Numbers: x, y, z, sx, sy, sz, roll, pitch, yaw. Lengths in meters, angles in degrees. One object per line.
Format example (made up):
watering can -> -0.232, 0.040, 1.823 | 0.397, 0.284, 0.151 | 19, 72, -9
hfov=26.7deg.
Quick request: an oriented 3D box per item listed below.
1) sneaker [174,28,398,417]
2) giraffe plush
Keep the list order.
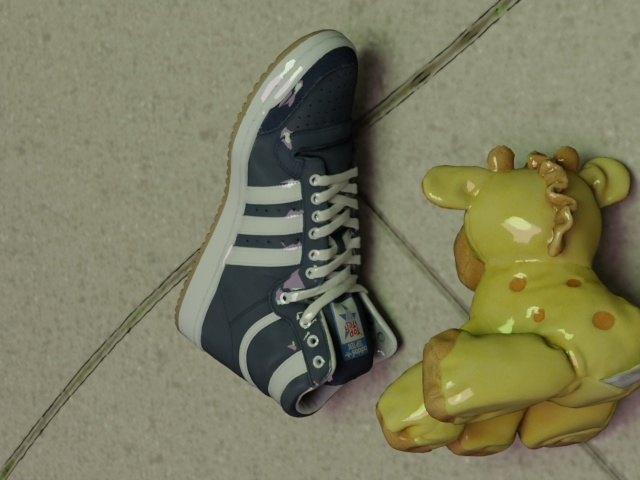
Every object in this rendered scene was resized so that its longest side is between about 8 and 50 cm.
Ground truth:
sneaker -> 0.000, 0.000, 0.971 | 0.153, 0.099, 0.282 | 40, 125, 27
giraffe plush -> 0.131, 0.031, 0.869 | 0.210, 0.181, 0.170 | -33, 58, 44
